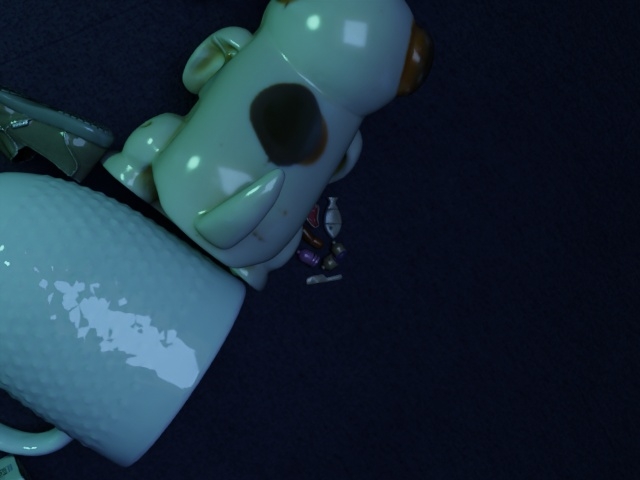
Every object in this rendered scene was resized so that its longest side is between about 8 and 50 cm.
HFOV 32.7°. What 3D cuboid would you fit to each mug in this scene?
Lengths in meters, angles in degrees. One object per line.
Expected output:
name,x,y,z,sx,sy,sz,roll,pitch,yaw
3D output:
mug,-0.331,0.112,1.357,0.328,0.276,0.374,35,109,-10

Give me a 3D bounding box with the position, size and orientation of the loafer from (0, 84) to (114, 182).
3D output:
loafer,-0.390,-0.143,1.382,0.251,0.094,0.087,21,95,8

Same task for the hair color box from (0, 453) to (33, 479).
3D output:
hair color box,-0.489,0.404,1.321,0.339,0.185,0.110,-33,100,-16

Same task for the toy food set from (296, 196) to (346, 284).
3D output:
toy food set,0.000,0.000,1.580,0.078,0.019,0.122,-9,92,-19

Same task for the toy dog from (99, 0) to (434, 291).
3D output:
toy dog,-0.056,-0.176,1.379,0.285,0.395,0.408,39,85,-4
